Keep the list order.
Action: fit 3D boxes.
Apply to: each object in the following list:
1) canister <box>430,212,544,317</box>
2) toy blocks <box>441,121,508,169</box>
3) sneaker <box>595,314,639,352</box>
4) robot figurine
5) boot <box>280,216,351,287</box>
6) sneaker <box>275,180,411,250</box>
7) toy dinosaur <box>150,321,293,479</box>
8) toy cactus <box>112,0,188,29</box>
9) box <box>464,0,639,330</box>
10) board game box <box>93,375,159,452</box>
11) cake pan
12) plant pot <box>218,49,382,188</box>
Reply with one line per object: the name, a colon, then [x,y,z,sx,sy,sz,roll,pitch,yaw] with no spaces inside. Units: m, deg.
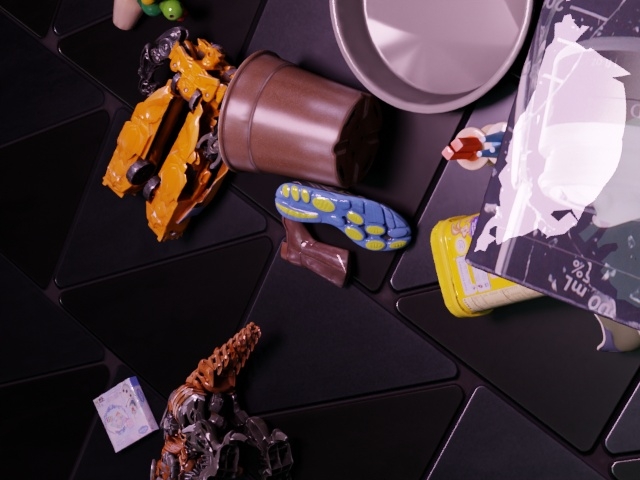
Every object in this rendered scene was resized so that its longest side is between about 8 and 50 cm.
canister: [0.220,0.019,1.726,0.170,0.073,0.126,-19,83,53]
toy blocks: [0.200,-0.112,1.703,0.123,0.148,0.054,-4,94,36]
sneaker: [0.328,0.043,1.681,0.086,0.064,0.192,-23,86,31]
robot figurine: [-0.196,-0.156,2.028,0.211,0.085,0.291,44,120,23]
boot: [0.000,0.000,1.935,0.114,0.037,0.106,25,124,35]
sneaker: [0.035,-0.042,1.884,0.188,0.078,0.067,19,116,17]
toy dinosaur: [-0.159,0.265,2.030,0.218,0.164,0.322,46,143,41]
toy cactus: [-0.252,-0.378,2.046,0.219,0.112,0.180,51,141,17]
box: [0.462,-0.122,1.383,0.479,0.297,0.472,21,101,32]
board game box: [-0.298,0.267,2.203,0.090,0.020,0.090,-32,77,35]
cake pan: [0.143,-0.304,1.776,0.293,0.054,0.293,6,99,36]
plant pot: [-0.019,-0.148,1.862,0.165,0.167,0.167,17,106,25]
